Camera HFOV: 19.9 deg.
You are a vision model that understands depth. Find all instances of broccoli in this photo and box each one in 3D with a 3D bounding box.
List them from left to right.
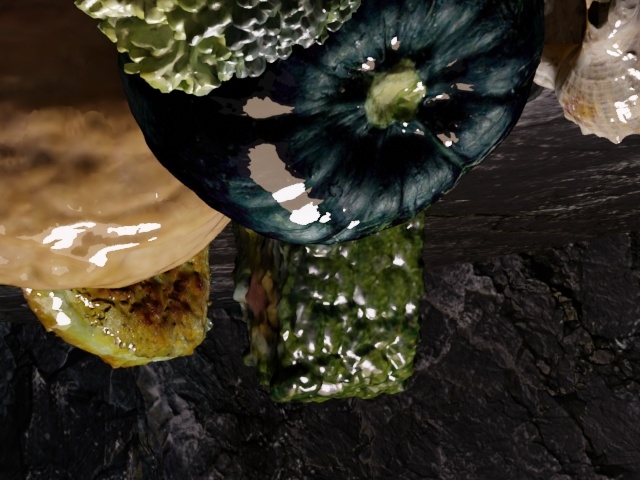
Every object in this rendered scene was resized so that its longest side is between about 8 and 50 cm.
[{"bbox_3d":[-0.065,-0.227,1.080,0.243,0.263,0.247,21,-145,21],"label":"broccoli"}]

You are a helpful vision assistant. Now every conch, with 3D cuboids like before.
[{"bbox_3d":[0.240,-0.197,1.595,0.178,0.163,0.245,5,148,19],"label":"conch"}]

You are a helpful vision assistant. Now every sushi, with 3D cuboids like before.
[{"bbox_3d":[0.000,0.000,2.088,0.178,0.352,0.294,-1,-174,-18],"label":"sushi"}]

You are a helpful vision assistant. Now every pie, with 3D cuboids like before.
[{"bbox_3d":[-0.230,0.007,2.155,0.103,0.288,0.355,-9,171,32],"label":"pie"}]

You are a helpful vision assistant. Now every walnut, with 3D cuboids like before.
[{"bbox_3d":[-0.208,-0.097,1.474,0.344,0.306,0.306,-3,172,1],"label":"walnut"}]

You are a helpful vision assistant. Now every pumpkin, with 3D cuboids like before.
[{"bbox_3d":[0.003,-0.152,1.302,0.315,0.315,0.238,-1,-157,-31],"label":"pumpkin"}]

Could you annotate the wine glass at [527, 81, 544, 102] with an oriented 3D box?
[{"bbox_3d":[0.116,-0.168,1.856,0.103,0.103,0.231,1,173,-40],"label":"wine glass"}]
